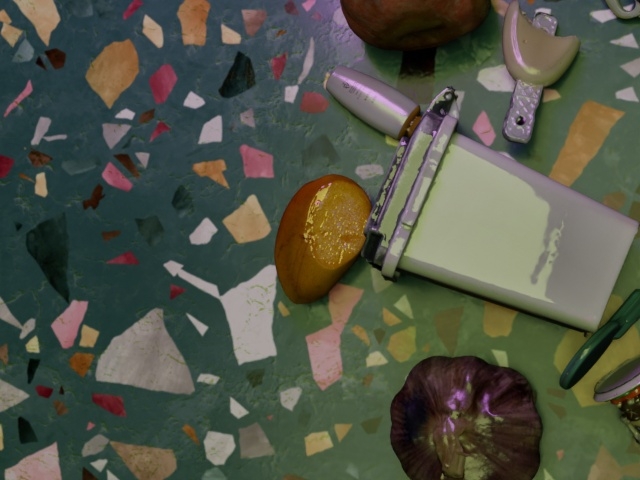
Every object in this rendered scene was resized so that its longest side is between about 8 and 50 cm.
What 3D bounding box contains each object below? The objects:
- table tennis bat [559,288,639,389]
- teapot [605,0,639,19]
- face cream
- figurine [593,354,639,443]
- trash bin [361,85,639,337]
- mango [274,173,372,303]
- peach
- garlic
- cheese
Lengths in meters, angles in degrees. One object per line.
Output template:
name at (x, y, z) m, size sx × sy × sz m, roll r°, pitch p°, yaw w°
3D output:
table tennis bat at (0.428, 0.148, 1.749) m, size 0.033 × 0.124 × 0.201 m, roll 40°, pitch 72°, yaw 21°
teapot at (0.510, -0.397, 1.809) m, size 0.092 × 0.124 × 0.091 m, roll -22°, pitch 97°, yaw -32°
face cream at (0.094, -0.219, 1.883) m, size 0.182 × 0.051 × 0.072 m, roll 32°, pitch 90°, yaw 14°
figurine at (0.497, 0.253, 1.723) m, size 0.132 × 0.132 × 0.154 m, roll -35°, pitch 90°, yaw 7°
trash bin at (0.273, -0.029, 1.737) m, size 0.367 × 0.256 × 0.296 m, roll 22°, pitch 87°, yaw 7°
mango at (0.000, 0.000, 1.859) m, size 0.141 × 0.102 × 0.217 m, roll 20°, pitch 92°, yaw -6°
peach at (0.152, -0.397, 1.813) m, size 0.235 × 0.214 × 0.214 m, roll 11°, pitch 86°, yaw 6°
garlic at (0.213, 0.282, 1.749) m, size 0.244 × 0.160 × 0.245 m, roll -4°, pitch 77°, yaw 19°
cheese at (0.327, -0.259, 1.818) m, size 0.127 × 0.050 × 0.235 m, roll 17°, pitch 71°, yaw 5°
